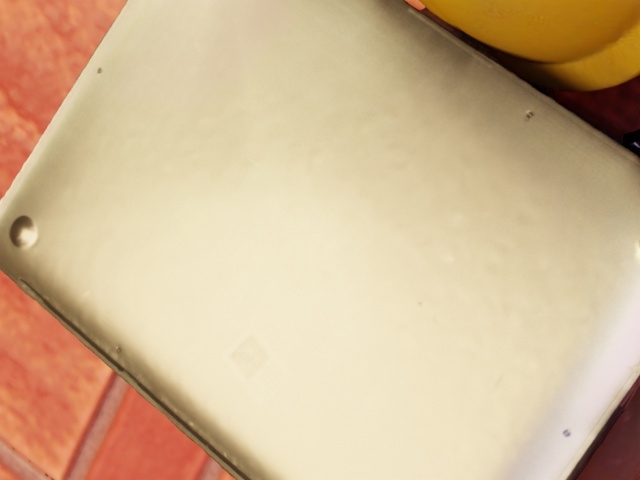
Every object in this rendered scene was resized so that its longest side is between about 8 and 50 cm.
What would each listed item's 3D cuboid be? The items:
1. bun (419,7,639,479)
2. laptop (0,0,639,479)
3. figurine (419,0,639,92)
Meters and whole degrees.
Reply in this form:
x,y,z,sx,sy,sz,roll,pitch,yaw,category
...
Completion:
x,y,z,sx,sy,sz,roll,pitch,yaw,category
0.069,0.040,0.761,0.281,0.205,0.282,6,102,28,bun
0.000,0.000,0.682,0.269,0.015,0.188,38,100,26,laptop
0.126,-0.179,0.684,0.167,0.257,0.192,56,159,-14,figurine
